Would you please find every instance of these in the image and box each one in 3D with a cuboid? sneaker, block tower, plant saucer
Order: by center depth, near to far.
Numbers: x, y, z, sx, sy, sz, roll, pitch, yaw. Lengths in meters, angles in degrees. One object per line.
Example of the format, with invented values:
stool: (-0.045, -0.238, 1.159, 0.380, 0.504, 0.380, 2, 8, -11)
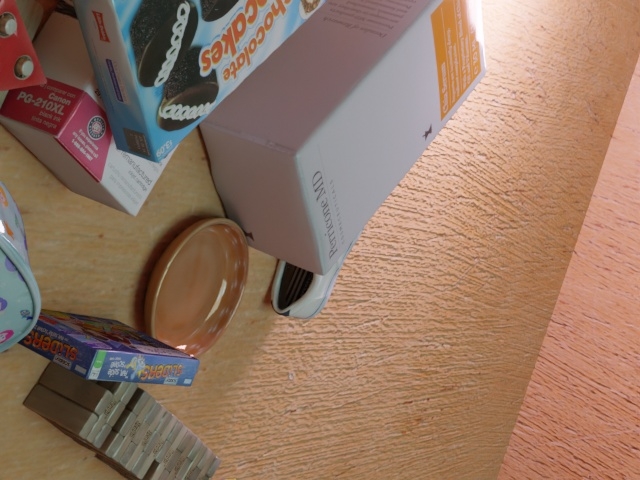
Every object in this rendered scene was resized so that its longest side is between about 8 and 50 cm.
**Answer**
block tower: (-0.234, 0.246, 1.455, 0.091, 0.097, 0.335, -59, 152, -17)
plant saucer: (-0.165, 0.061, 1.509, 0.200, 0.037, 0.200, -39, 139, -44)
sneaker: (0.000, 0.000, 1.699, 0.091, 0.094, 0.258, -5, 114, -65)

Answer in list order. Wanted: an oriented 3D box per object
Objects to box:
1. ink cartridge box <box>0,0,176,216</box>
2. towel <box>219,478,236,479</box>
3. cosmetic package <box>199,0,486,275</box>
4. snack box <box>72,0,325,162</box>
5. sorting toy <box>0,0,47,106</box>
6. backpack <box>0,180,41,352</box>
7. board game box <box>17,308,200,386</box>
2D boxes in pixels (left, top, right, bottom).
ink cartridge box: (-0.205, -0.174, 1.205, 0.237, 0.100, 0.172, -62, 152, -15)
towel: (-0.158, 0.395, 1.781, 0.083, 0.009, 0.060, 17, 95, -62)
cosmetic package: (0.048, -0.199, 1.578, 0.453, 0.161, 0.230, -51, 147, -29)
snack box: (-0.106, -0.247, 1.162, 0.322, 0.060, 0.187, -50, 146, -35)
sorting toy: (-0.348, -0.133, 0.991, 0.255, 0.089, 0.257, 33, 80, -62)
backpack: (-0.350, 0.040, 0.896, 0.253, 0.191, 0.225, -26, 140, -4)
board game box: (-0.244, 0.119, 1.302, 0.201, 0.136, 0.035, 19, 92, -62)
